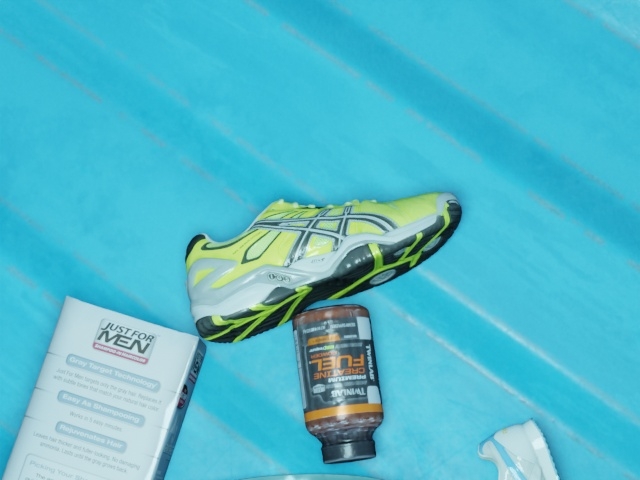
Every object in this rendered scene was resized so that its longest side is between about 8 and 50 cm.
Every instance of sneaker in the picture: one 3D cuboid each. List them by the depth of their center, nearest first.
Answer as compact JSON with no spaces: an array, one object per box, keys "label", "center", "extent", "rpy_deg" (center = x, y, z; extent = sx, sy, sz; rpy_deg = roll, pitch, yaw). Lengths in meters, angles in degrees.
[{"label":"sneaker","center":[0.275,0.348,1.806],"extent":[0.092,0.087,0.229],"rpy_deg":[-21,71,5]},{"label":"sneaker","center":[0.000,0.000,1.858],"extent":[0.384,0.145,0.147],"rpy_deg":[-20,70,-7]}]

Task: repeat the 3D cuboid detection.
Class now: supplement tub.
[{"label":"supplement tub","center":[0.026,0.187,1.833],"extent":[0.106,0.106,0.198],"rpy_deg":[-9,78,0]}]

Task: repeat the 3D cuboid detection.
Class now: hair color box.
[{"label":"hair color box","center":[-0.294,0.280,1.822],"extent":[0.185,0.113,0.375],"rpy_deg":[17,80,5]}]

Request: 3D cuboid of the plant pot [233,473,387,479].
[{"label":"plant pot","center":[-0.030,0.426,1.704],"extent":[0.293,0.293,0.235],"rpy_deg":[-3,93,2]}]
